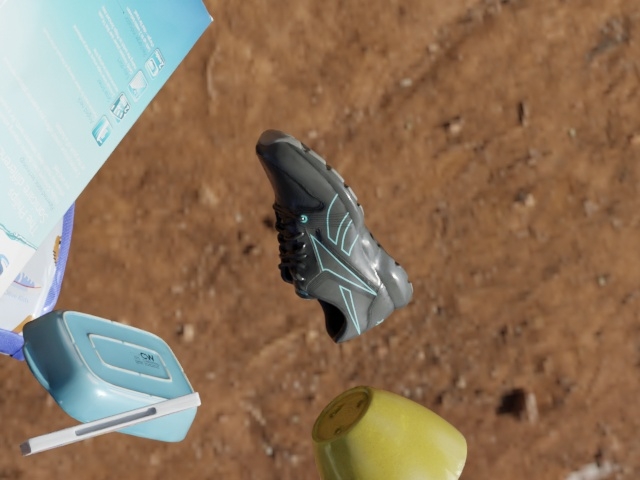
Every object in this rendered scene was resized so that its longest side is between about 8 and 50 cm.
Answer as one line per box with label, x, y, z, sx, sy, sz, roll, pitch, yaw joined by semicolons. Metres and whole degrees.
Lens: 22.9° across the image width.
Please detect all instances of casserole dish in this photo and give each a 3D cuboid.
casserole dish;-0.170;0.109;1.324;0.037;0.114;0.188;-43;146;17

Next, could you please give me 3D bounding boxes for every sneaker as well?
sneaker;0.000;0.000;1.675;0.106;0.101;0.267;-40;119;-10

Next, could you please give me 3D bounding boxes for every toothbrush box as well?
toothbrush box;-0.230;-0.128;1.041;0.126;0.295;0.216;16;151;32

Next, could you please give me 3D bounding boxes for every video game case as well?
video game case;-0.151;0.131;1.124;0.122;0.011;0.087;-14;175;-16

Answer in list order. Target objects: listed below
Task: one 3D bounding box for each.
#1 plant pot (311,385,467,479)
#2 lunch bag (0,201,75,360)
plant pot;0.047;0.184;1.391;0.134;0.134;0.095;-31;113;27
lunch bag;-0.489;-0.058;1.976;0.328;0.385;0.239;23;136;-33
